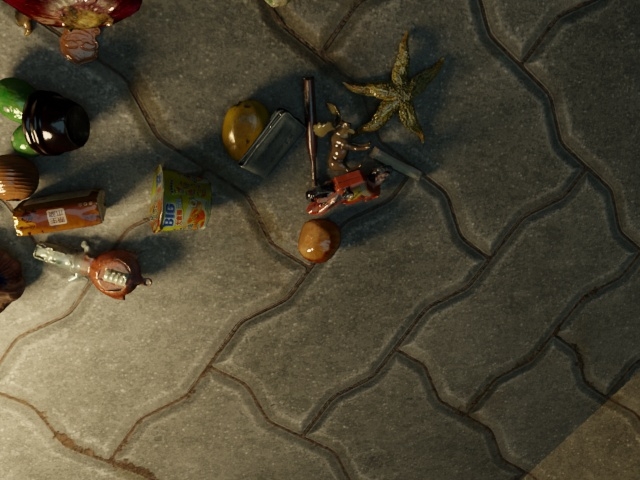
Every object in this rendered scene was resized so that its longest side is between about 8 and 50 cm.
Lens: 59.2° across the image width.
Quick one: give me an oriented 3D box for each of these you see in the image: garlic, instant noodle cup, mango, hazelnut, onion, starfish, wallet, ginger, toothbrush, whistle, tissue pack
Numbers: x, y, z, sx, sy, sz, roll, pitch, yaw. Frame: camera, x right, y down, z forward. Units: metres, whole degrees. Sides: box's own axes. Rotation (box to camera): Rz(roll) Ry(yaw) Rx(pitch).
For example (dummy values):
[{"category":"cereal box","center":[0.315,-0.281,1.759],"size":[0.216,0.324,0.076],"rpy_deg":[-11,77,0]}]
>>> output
[{"category":"garlic","center":[-0.986,0.123,1.618],"size":[0.245,0.160,0.244],"rpy_deg":[-9,113,-23]},{"category":"instant noodle cup","center":[-0.419,-0.115,1.687],"size":[0.153,0.205,0.204],"rpy_deg":[5,108,-28]},{"category":"mango","center":[-0.227,-0.330,1.702],"size":[0.138,0.098,0.195],"rpy_deg":[13,108,-8]},{"category":"hazelnut","center":[0.000,0.000,1.878],"size":[0.151,0.150,0.150],"rpy_deg":[-5,110,-14]},{"category":"onion","center":[-0.613,-0.741,1.335],"size":[0.399,0.398,0.419],"rpy_deg":[0,87,-16]},{"category":"starfish","center":[0.239,-0.483,1.801],"size":[0.348,0.078,0.357],"rpy_deg":[-3,110,-12]},{"category":"wallet","center":[-0.144,-0.293,1.719],"size":[0.222,0.036,0.167],"rpy_deg":[-51,158,6]},{"category":"ginger","center":[-0.786,-0.594,1.492],"size":[0.048,0.030,0.097],"rpy_deg":[-1,114,-45]},{"category":"toothbrush","center":[-0.027,-0.334,1.791],"size":[0.041,0.041,0.363],"rpy_deg":[-8,112,-13]},{"category":"whistle","center":[-0.683,0.080,1.711],"size":[0.347,0.133,0.142],"rpy_deg":[19,112,-13]},{"category":"tissue pack","center":[-0.733,-0.085,1.603],"size":[0.226,0.183,0.091],"rpy_deg":[-8,109,-14]}]

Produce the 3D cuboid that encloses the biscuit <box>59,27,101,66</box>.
[{"category":"biscuit","center":[-0.660,-0.547,1.549],"size":[0.102,0.019,0.130],"rpy_deg":[17,104,-19]}]

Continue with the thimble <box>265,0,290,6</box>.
[{"category":"thimble","center":[-0.118,-0.747,1.523],"size":[0.150,0.219,0.219],"rpy_deg":[-39,114,-2]}]

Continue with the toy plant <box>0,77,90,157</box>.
[{"category":"toy plant","center":[-0.763,-0.327,1.527],"size":[0.235,0.175,0.217],"rpy_deg":[5,116,9]}]

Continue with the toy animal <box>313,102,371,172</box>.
[{"category":"toy animal","center":[0.064,-0.316,1.789],"size":[0.186,0.093,0.214],"rpy_deg":[19,120,3]}]

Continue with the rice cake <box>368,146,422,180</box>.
[{"category":"rice cake","center":[0.256,-0.257,1.902],"size":[0.207,0.036,0.047],"rpy_deg":[22,90,-21]}]

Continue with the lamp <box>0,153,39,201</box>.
[{"category":"lamp","center":[-0.856,-0.173,1.563],"size":[0.137,0.136,0.136],"rpy_deg":[-5,110,-14]}]

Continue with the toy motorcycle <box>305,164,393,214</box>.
[{"category":"toy motorcycle","center":[0.094,-0.165,1.830],"size":[0.298,0.171,0.089],"rpy_deg":[-18,77,-6]}]
